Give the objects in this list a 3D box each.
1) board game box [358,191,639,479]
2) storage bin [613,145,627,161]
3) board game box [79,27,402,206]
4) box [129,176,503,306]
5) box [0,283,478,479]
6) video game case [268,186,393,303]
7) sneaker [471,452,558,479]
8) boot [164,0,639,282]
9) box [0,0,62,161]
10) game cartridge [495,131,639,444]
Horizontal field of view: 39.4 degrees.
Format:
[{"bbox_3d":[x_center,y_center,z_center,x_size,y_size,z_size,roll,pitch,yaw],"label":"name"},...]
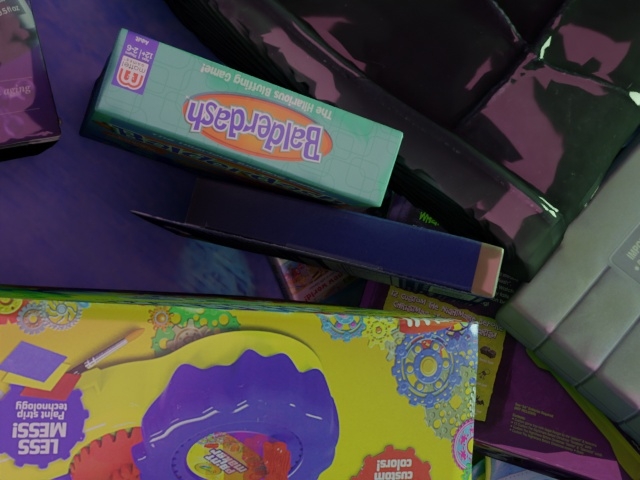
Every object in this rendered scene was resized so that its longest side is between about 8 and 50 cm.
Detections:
[{"bbox_3d":[0.200,0.076,0.666,0.347,0.056,0.208,18,71,4],"label":"board game box"},{"bbox_3d":[0.299,0.006,0.792,0.084,0.122,0.180,-17,96,-26],"label":"storage bin"},{"bbox_3d":[-0.063,-0.066,0.557,0.160,0.210,0.047,18,87,-17],"label":"board game box"},{"bbox_3d":[0.000,0.000,0.589,0.225,0.136,0.036,12,85,6],"label":"box"},{"bbox_3d":[-0.112,0.117,0.504,0.290,0.279,0.177,5,87,-26],"label":"box"},{"bbox_3d":[-0.002,-0.039,0.706,0.119,0.015,0.166,-27,100,-24],"label":"video game case"},{"bbox_3d":[0.194,0.220,0.740,0.208,0.127,0.319,-27,91,-26],"label":"sneaker"},{"bbox_3d":[0.137,-0.253,0.622,0.367,0.146,0.445,38,86,2],"label":"boot"},{"bbox_3d":[-0.259,-0.140,0.531,0.153,0.108,0.207,-16,96,-25],"label":"box"},{"bbox_3d":[0.318,-0.001,0.649,0.230,0.068,0.355,40,72,16],"label":"game cartridge"}]
